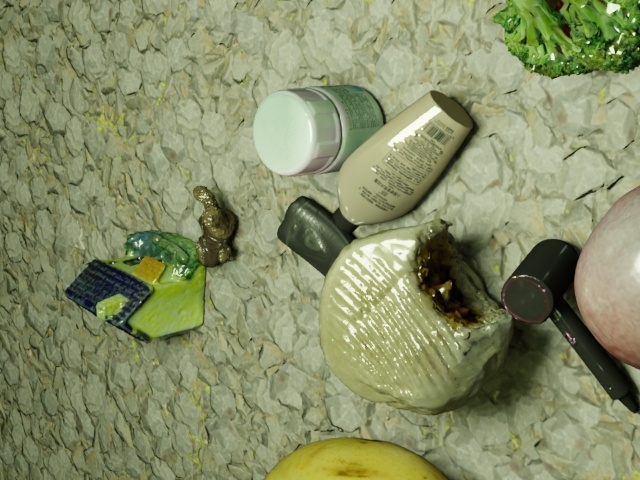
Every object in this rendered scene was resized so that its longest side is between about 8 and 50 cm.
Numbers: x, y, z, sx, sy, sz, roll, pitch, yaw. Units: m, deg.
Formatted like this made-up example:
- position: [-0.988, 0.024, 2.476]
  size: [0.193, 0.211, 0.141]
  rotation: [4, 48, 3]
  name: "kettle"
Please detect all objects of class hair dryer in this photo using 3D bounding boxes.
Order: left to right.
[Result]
- position: [0.346, 0.117, 1.243]
  size: [0.248, 0.114, 0.070]
  rotation: [50, 135, -2]
  name: "hair dryer"

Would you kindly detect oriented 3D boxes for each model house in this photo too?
- position: [-0.349, 0.081, 1.744]
  size: [0.194, 0.211, 0.170]
  rotation: [22, 115, 37]
  name: "model house"

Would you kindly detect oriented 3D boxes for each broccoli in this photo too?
- position: [0.290, -0.325, 1.078]
  size: [0.308, 0.275, 0.307]
  rotation: [171, 90, -69]
  name: "broccoli"

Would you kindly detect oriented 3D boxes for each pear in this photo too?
- position: [0.061, 0.456, 1.386]
  size: [0.348, 0.348, 0.348]
  rotation: [10, 105, 39]
  name: "pear"

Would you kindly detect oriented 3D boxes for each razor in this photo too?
- position: [0.000, 0.000, 1.525]
  size: [0.148, 0.054, 0.090]
  rotation: [41, 123, 26]
  name: "razor"

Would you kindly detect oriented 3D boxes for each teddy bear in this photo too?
- position: [-0.181, -0.021, 1.672]
  size: [0.160, 0.078, 0.119]
  rotation: [99, 150, -46]
  name: "teddy bear"

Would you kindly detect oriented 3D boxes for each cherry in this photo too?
- position: [0.396, 0.055, 1.093]
  size: [0.239, 0.206, 0.239]
  rotation: [10, 111, 27]
  name: "cherry"

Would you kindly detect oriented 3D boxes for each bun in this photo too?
- position: [0.137, 0.110, 1.336]
  size: [0.282, 0.205, 0.281]
  rotation: [3, 96, 27]
  name: "bun"

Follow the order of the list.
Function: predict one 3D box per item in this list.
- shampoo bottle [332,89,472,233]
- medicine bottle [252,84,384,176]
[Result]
- position: [0.107, -0.103, 1.380]
  size: [0.257, 0.127, 0.078]
  rotation: [-46, 25, 30]
  name: "shampoo bottle"
- position: [-0.001, -0.163, 1.417]
  size: [0.135, 0.168, 0.135]
  rotation: [10, 106, 39]
  name: "medicine bottle"
